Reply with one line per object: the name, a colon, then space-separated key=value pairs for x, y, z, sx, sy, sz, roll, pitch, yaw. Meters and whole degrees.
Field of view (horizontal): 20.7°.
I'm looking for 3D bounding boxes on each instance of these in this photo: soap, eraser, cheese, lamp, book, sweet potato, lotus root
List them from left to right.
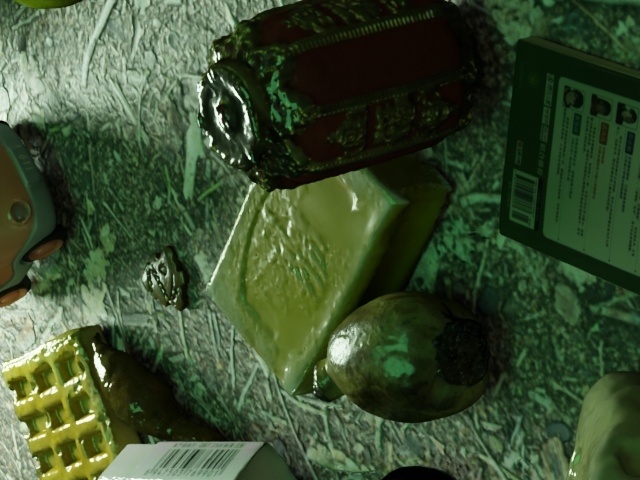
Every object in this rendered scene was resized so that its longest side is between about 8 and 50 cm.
sweet potato: x=-0.209 y=0.212 z=2.198 sx=0.269 sy=0.074 sz=0.075 roll=36 pitch=128 yaw=29
eraser: x=-0.139 y=0.309 z=2.111 sx=0.287 sy=0.086 sz=0.130 roll=-6 pitch=123 yaw=49
soap: x=0.000 y=0.000 z=1.872 sx=0.199 sy=0.091 sz=0.315 roll=50 pitch=135 yaw=26
lamp: x=0.020 y=-0.148 z=1.651 sx=0.177 sy=0.274 sz=0.177 roll=34 pitch=133 yaw=46
lotus root: x=0.078 y=0.120 z=1.791 sx=0.214 sy=0.138 sz=0.138 roll=-10 pitch=96 yaw=37
book: x=0.273 y=-0.056 z=1.589 sx=0.264 sy=0.027 sz=0.202 roll=25 pitch=120 yaw=42
cheese: x=0.283 y=0.218 z=1.541 sx=0.248 sy=0.251 sz=0.174 roll=32 pitch=127 yaw=57

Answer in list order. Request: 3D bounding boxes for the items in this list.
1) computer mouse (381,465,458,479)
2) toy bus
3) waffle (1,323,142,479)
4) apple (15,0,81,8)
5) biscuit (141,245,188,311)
computer mouse: x=0.139 y=0.342 z=1.833 sx=0.137 sy=0.096 sz=0.233 roll=-39 pitch=70 yaw=43
toy bus: x=-0.491 y=-0.019 z=2.315 sx=0.288 sy=0.232 sz=0.194 roll=-45 pitch=66 yaw=48
waffle: x=-0.324 y=0.250 z=2.353 sx=0.221 sy=0.055 sz=0.248 roll=-23 pitch=85 yaw=50
apple: x=-0.311 y=-0.364 z=2.039 sx=0.196 sy=0.157 sz=0.196 roll=21 pitch=119 yaw=43
biscuit: x=-0.195 y=0.047 z=2.164 sx=0.092 sy=0.016 sz=0.082 roll=-2 pitch=103 yaw=47
